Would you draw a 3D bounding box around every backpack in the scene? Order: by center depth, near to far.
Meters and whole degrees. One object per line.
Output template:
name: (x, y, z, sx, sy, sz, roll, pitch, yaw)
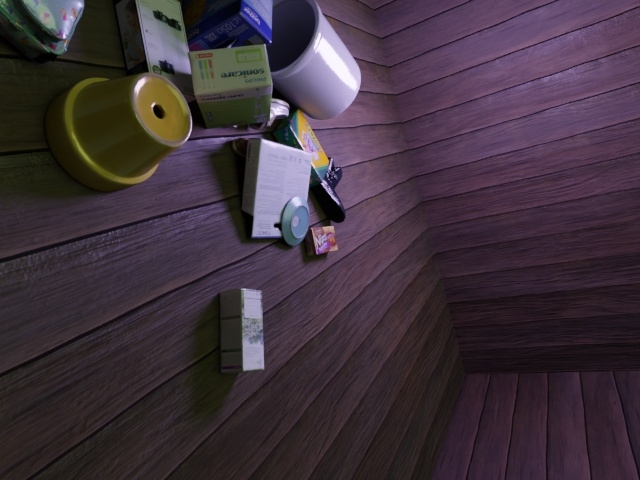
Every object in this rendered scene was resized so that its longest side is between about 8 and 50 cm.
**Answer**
backpack: (-0.599, -0.486, 0.901, 0.188, 0.144, 0.166, 35, 56, -46)

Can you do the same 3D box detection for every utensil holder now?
utensil holder: (-0.052, -0.693, 1.722, 0.385, 0.327, 0.328, 22, 61, -58)

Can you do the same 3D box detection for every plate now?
plate: (-0.083, -0.072, 1.658, 0.188, 0.024, 0.188, -29, 124, -55)

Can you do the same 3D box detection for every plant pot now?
plant pot: (-0.435, -0.260, 1.003, 0.254, 0.238, 0.254, 27, 58, -53)

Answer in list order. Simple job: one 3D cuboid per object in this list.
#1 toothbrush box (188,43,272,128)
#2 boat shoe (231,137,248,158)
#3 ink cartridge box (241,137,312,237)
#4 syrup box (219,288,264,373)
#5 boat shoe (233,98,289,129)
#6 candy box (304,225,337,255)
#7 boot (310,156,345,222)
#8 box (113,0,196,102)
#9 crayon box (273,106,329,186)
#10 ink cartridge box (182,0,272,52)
toothbrush box: (-0.252, -0.436, 1.286, 0.283, 0.206, 0.122, 158, -78, -82)
boat shoe: (-0.232, -0.310, 1.546, 0.178, 0.060, 0.064, 20, 63, -56)
ink cartridge box: (-0.154, -0.177, 1.595, 0.324, 0.071, 0.331, -1, 101, -60)
syrup box: (-0.233, 0.266, 1.308, 0.093, 0.096, 0.237, 17, 66, -55)
boat shoe: (-0.222, -0.445, 1.573, 0.302, 0.113, 0.104, -13, 93, -50)
candy box: (0.000, 0.000, 1.845, 0.186, 0.053, 0.109, -7, 86, -61)
boot: (0.062, -0.230, 1.987, 0.247, 0.094, 0.207, 54, 41, -26)
box: (-0.452, -0.533, 1.220, 0.169, 0.087, 0.290, -11, 90, -60)
crayon box: (-0.072, -0.377, 1.811, 0.279, 0.081, 0.166, 57, 31, -32)
ink cartridge box: (-0.290, -0.707, 1.374, 0.151, 0.269, 0.396, 23, 60, -53)
